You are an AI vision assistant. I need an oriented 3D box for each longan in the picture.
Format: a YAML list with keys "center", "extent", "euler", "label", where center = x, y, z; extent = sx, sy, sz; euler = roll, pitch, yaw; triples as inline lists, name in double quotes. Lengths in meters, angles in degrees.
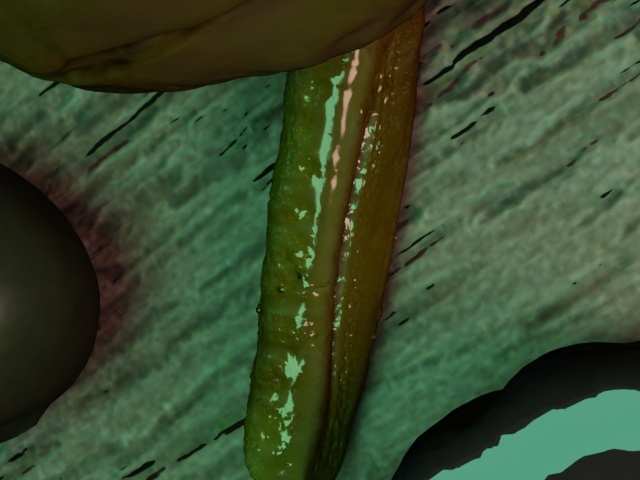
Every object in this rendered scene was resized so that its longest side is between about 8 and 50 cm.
- center: [-0.236, 0.036, 0.916]
  extent: [0.220, 0.196, 0.197]
  euler: [-23, 87, 30]
  label: "longan"

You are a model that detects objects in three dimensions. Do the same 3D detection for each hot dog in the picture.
- center: [0.002, 0.001, 0.869]
  extent: [0.061, 0.088, 0.286]
  euler: [15, 98, 29]
  label: "hot dog"

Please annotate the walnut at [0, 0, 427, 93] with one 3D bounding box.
- center: [-0.062, -0.259, 0.710]
  extent: [0.308, 0.354, 0.398]
  euler: [16, 79, 17]
  label: "walnut"

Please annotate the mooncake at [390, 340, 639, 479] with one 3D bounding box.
- center: [0.156, 0.186, 0.791]
  extent: [0.283, 0.141, 0.283]
  euler: [2, 98, 14]
  label: "mooncake"
